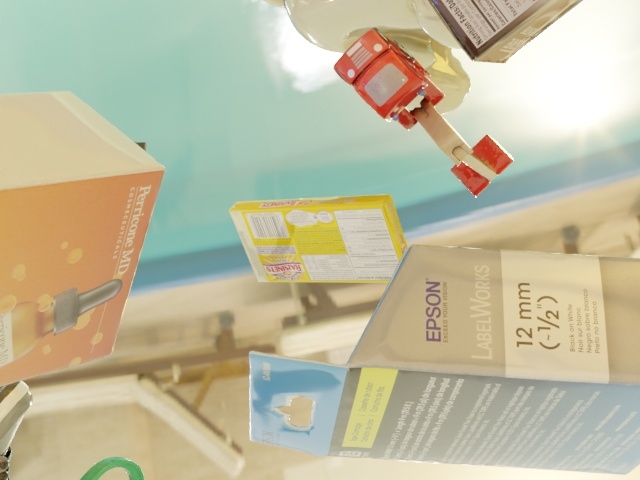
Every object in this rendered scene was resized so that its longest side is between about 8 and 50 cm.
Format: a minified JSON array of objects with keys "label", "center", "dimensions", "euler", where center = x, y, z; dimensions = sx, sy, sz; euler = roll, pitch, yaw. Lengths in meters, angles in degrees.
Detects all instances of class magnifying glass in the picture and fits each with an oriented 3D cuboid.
[{"label":"magnifying glass","center":[-0.300,0.329,1.260],"dimensions":[0.026,0.092,0.231],"euler":[12,-156,36]}]

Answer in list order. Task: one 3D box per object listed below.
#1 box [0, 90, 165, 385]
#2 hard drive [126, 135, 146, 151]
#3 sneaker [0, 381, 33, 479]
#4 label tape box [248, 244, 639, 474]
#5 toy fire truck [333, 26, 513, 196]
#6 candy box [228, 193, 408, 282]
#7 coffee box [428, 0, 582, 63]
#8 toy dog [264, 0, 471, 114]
[{"label":"box","center":[-0.184,0.003,0.545],"dimensions":[0.170,0.091,0.130],"euler":[-13,131,-47]},{"label":"hard drive","center":[-0.310,-0.096,1.700],"dimensions":[0.022,0.135,0.094],"euler":[-6,-164,-38]},{"label":"sneaker","center":[-0.399,0.332,1.338],"dimensions":[0.178,0.295,0.124],"euler":[33,-175,-8]},{"label":"label tape box","center":[0.118,0.103,0.883],"dimensions":[0.348,0.115,0.249],"euler":[5,153,-1]},{"label":"toy fire truck","center":[0.090,-0.102,0.884],"dimensions":[0.047,0.135,0.192],"euler":[-44,169,13]},{"label":"candy box","center":[0.000,0.000,1.212],"dimensions":[0.206,0.027,0.105],"euler":[-1,126,31]},{"label":"coffee box","center":[0.245,-0.306,1.025],"dimensions":[0.297,0.119,0.168],"euler":[-37,175,22]},{"label":"toy dog","center":[0.109,-0.387,1.318],"dimensions":[0.396,0.284,0.408],"euler":[18,165,-7]}]
